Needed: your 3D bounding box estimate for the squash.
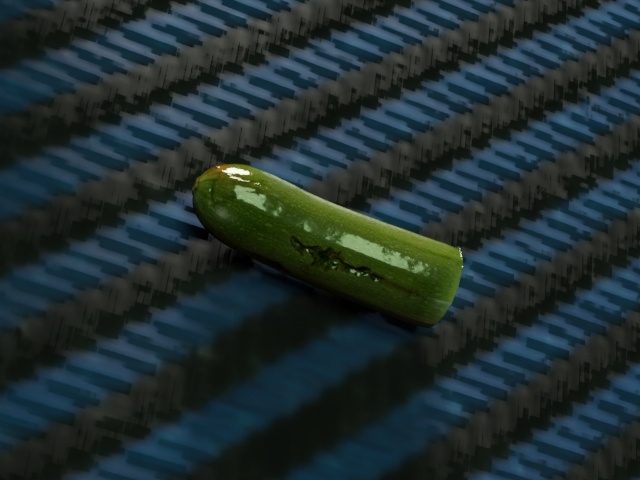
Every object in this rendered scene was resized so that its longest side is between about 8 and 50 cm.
[{"bbox_3d":[0.000,0.000,0.462,0.083,0.027,0.027,21,55,-13],"label":"squash"}]
